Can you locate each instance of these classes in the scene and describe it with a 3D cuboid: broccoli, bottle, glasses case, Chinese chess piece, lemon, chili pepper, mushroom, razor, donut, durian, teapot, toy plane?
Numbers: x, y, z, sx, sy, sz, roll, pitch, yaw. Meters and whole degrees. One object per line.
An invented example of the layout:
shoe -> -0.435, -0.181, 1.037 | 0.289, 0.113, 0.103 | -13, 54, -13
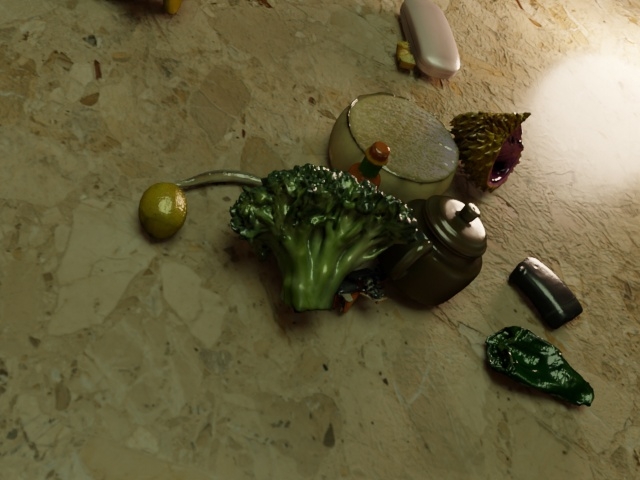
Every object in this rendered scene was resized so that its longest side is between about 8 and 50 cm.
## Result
broccoli -> 0.000, 0.000, 1.229 | 0.288, 0.246, 0.248 | 10, -3, 39
bottle -> 0.078, -0.110, 1.370 | 0.069, 0.187, 0.069 | 12, 51, -15
glasses case -> 0.278, -0.523, 1.882 | 0.113, 0.075, 0.297 | 8, 50, -19
Chinese chess piece -> 0.150, -0.181, 1.514 | 0.269, 0.112, 0.270 | 13, 49, -15
lemon -> -0.266, -0.055, 1.246 | 0.082, 0.082, 0.111 | 13, 55, -14
chili pepper -> 0.391, 0.236, 1.308 | 0.216, 0.062, 0.108 | 30, 53, 1
mushroom -> -0.141, -0.098, 1.370 | 0.306, 0.043, 0.068 | 11, 24, -13
razor -> 0.444, 0.100, 1.448 | 0.090, 0.054, 0.148 | -19, 62, -39
donut -> 0.207, -0.458, 1.808 | 0.037, 0.067, 0.083 | -3, 86, -5
durian -> 0.344, -0.201, 1.566 | 0.154, 0.260, 0.186 | -45, 58, 1
teapot -> 0.211, 0.001, 1.315 | 0.185, 0.175, 0.267 | 47, 35, 11
toy plane -> 0.081, 0.069, 1.308 | 0.135, 0.062, 0.188 | 28, 38, 35

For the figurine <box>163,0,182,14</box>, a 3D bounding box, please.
figurine -> -0.369, -0.606, 1.582 | 0.228, 0.215, 0.215 | 21, 47, -4
